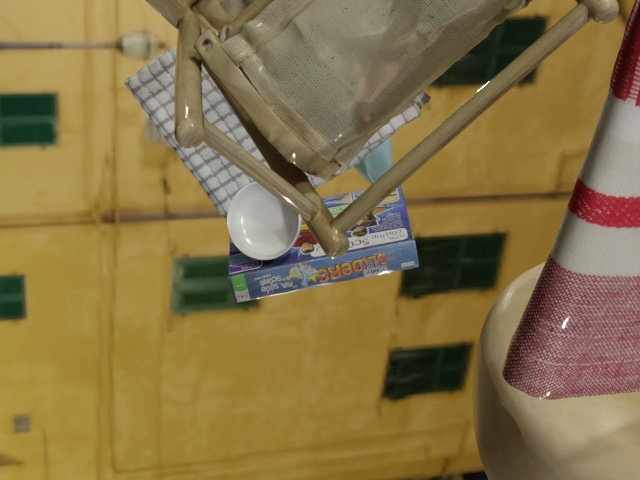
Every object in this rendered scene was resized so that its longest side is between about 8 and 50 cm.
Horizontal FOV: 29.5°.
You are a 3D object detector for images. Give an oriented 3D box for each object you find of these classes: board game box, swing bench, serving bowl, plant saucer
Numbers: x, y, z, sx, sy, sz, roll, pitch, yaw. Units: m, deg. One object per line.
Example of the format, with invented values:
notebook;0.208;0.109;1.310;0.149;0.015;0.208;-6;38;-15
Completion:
board game box;0.000;0.000;1.333;0.136;0.201;0.035;-95;173;-60
swing bench;0.015;-0.177;0.832;0.253;0.165;0.255;-41;-138;14
serving bowl;-0.056;-0.021;1.282;0.027;0.083;0.083;-5;92;-71
plant saucer;0.057;-0.160;1.697;0.195;0.037;0.195;-10;90;-72

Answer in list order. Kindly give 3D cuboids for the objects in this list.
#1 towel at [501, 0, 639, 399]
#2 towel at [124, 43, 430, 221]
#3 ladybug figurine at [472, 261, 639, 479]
towel;0.211;-0.085;0.454;0.037;0.237;0.329;53;-43;50
towel;-0.049;-0.176;1.426;0.235;0.283;0.121;53;25;-13
ladybug figurine;0.295;0.154;0.810;0.305;0.449;0.162;-93;-157;-51
